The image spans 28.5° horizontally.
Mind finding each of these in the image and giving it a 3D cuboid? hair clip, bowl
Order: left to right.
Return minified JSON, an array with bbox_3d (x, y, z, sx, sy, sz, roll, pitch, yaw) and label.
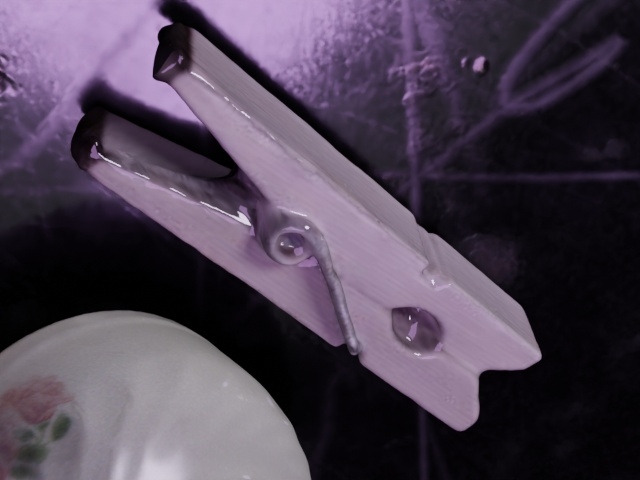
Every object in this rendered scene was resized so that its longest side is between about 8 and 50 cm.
[{"bbox_3d":[-0.105,0.191,0.766,0.277,0.145,0.277,-16,113,-42],"label":"bowl"},{"bbox_3d":[0.001,0.002,0.798,0.331,0.085,0.101,39,106,-23],"label":"hair clip"}]
